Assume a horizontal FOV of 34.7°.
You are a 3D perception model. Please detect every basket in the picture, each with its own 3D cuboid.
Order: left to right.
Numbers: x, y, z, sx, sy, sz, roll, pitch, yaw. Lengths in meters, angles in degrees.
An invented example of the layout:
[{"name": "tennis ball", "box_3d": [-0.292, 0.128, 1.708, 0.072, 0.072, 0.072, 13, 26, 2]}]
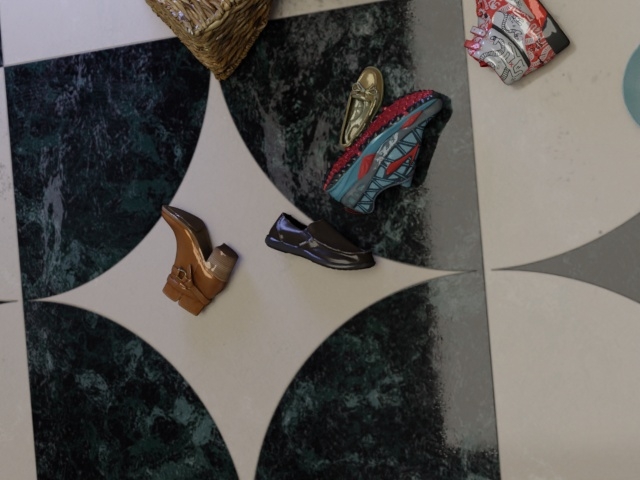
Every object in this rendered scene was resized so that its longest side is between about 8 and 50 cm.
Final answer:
[{"name": "basket", "box_3d": [-0.222, -0.494, 1.910, 0.213, 0.223, 0.299, -42, 74, -3]}]

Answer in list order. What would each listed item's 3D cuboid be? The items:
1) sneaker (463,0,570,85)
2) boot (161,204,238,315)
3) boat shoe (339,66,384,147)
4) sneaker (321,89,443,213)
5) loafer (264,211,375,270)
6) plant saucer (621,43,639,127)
[{"name": "sneaker", "box_3d": [0.286, -0.393, 1.733, 0.145, 0.090, 0.270, -37, 80, 17]}, {"name": "boot", "box_3d": [-0.267, 0.038, 1.986, 0.197, 0.073, 0.152, 42, 110, 19]}, {"name": "boat shoe", "box_3d": [0.072, -0.240, 1.847, 0.056, 0.048, 0.153, 24, 101, 20]}, {"name": "sneaker", "box_3d": [0.128, -0.155, 1.817, 0.262, 0.104, 0.125, -44, 113, 5]}, {"name": "loafer", "box_3d": [0.000, 0.000, 1.867, 0.220, 0.080, 0.078, 16, 98, 21]}, {"name": "plant saucer", "box_3d": [0.586, -0.250, 1.642, 0.195, 0.037, 0.195, 1, 93, 22]}]
